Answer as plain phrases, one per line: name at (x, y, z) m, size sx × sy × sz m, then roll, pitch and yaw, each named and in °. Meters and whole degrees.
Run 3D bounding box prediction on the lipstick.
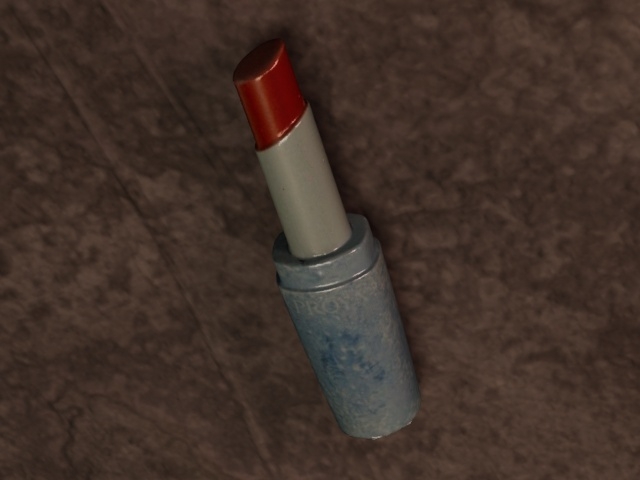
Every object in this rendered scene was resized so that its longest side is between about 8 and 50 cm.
lipstick at (0.000, 0.000, 1.223) m, size 0.068 × 0.061 × 0.274 m, roll -11°, pitch 123°, yaw 14°
